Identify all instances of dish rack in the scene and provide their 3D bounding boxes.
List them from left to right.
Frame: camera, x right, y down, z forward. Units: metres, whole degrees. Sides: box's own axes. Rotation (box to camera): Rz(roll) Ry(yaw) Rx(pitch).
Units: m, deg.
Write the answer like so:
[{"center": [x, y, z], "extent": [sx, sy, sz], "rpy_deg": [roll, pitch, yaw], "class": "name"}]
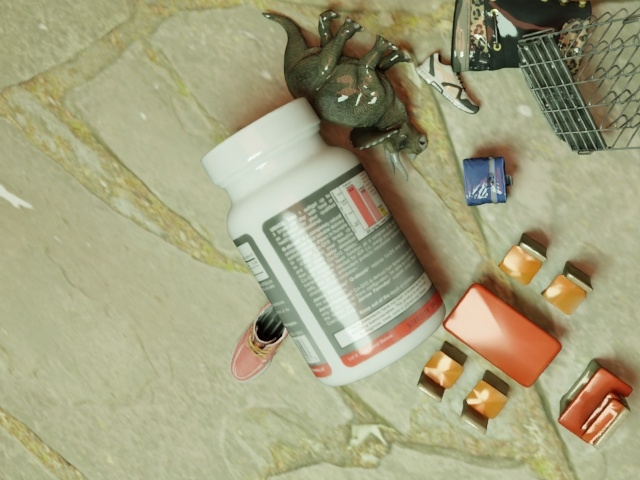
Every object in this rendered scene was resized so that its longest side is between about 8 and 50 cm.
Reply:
[{"center": [0.381, -0.200, 1.064], "extent": [0.074, 0.272, 0.208], "rpy_deg": [-44, 114, -26], "class": "dish rack"}]

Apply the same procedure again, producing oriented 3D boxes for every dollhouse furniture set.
[{"center": [0.296, 0.163, 1.194], "extent": [0.259, 0.135, 0.262], "rpy_deg": [35, 104, 7], "class": "dollhouse furniture set"}]

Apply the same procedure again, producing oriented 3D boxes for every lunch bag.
[{"center": [0.234, -0.083, 1.196], "extent": [0.065, 0.098, 0.067], "rpy_deg": [-5, 91, 11], "class": "lunch bag"}]

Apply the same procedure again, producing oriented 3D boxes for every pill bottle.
[{"center": [0.000, 0.000, 1.193], "extent": [0.210, 0.210, 0.362], "rpy_deg": [-30, 94, 15], "class": "pill bottle"}]

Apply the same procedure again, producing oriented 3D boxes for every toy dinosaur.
[{"center": [0.024, -0.228, 1.214], "extent": [0.314, 0.121, 0.160], "rpy_deg": [32, 101, 6], "class": "toy dinosaur"}]

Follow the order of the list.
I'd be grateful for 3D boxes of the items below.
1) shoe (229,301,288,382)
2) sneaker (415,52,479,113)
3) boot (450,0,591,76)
[{"center": [-0.091, 0.151, 1.311], "extent": [0.063, 0.081, 0.178], "rpy_deg": [37, 104, 6], "class": "shoe"}, {"center": [0.186, -0.222, 1.219], "extent": [0.109, 0.040, 0.043], "rpy_deg": [43, 102, 4], "class": "sneaker"}, {"center": [0.275, -0.339, 1.166], "extent": [0.179, 0.085, 0.236], "rpy_deg": [8, 97, 7], "class": "boot"}]
